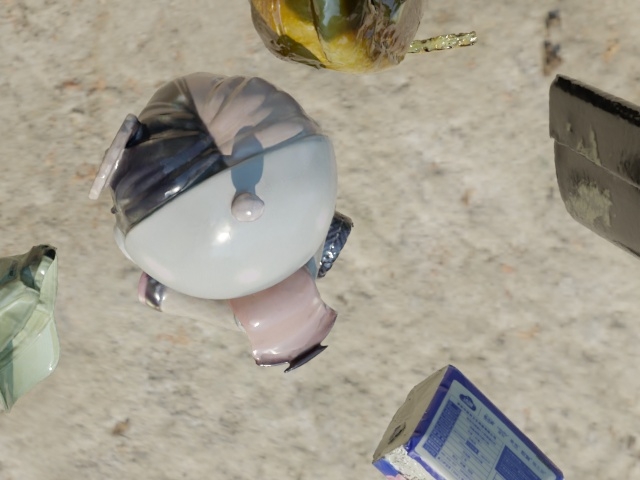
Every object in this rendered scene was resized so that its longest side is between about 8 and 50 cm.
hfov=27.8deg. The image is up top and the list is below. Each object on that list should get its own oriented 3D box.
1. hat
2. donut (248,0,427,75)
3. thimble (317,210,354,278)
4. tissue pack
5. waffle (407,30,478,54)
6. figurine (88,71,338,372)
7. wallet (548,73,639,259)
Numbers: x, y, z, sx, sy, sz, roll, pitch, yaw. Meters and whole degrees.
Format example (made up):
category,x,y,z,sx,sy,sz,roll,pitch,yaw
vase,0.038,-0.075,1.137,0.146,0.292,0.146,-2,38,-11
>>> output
category,x,y,z,sx,sy,sz,roll,pitch,yaw
hat,-0.313,0.089,1.318,0.122,0.081,0.166,-46,142,-42
donut,0.017,-0.321,1.368,0.330,0.159,0.330,2,90,-71
thimble,-0.001,0.002,1.882,0.066,0.095,0.104,28,90,-7
tissue pack,0.227,0.354,1.993,0.269,0.137,0.209,43,39,-8
waffle,0.138,-0.275,1.838,0.097,0.152,0.023,-17,102,-42
figurine,-0.078,-0.028,1.356,0.253,0.211,0.361,-43,153,-15
wallet,0.301,-0.049,1.228,0.044,0.321,0.171,-21,113,-11
